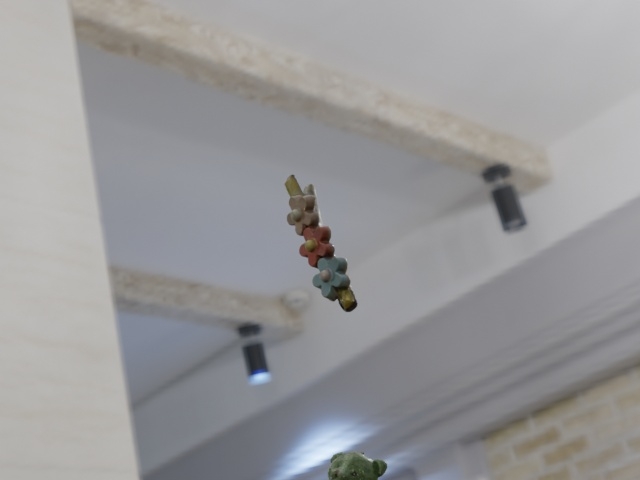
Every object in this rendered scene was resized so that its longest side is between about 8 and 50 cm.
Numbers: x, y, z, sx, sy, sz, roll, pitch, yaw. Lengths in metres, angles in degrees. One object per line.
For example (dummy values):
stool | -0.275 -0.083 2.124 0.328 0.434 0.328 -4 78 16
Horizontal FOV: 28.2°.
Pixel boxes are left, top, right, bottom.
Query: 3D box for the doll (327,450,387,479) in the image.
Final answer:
doll | 0.038 0.382 1.872 0.115 0.150 0.077 5 -21 27

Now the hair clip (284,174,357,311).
hair clip | -0.005 -0.001 1.637 0.056 0.214 0.062 11 -45 -36
